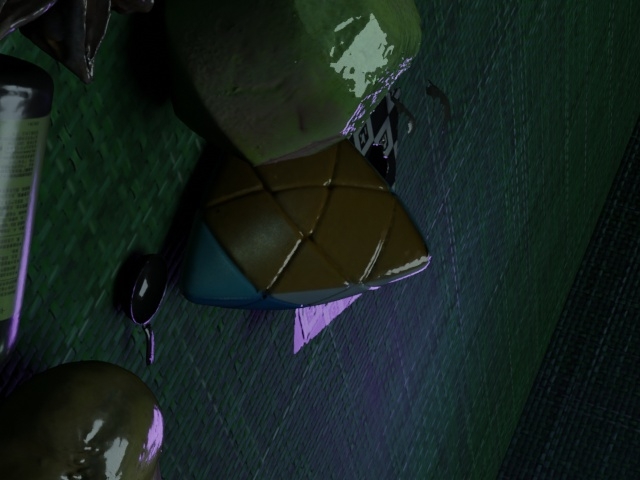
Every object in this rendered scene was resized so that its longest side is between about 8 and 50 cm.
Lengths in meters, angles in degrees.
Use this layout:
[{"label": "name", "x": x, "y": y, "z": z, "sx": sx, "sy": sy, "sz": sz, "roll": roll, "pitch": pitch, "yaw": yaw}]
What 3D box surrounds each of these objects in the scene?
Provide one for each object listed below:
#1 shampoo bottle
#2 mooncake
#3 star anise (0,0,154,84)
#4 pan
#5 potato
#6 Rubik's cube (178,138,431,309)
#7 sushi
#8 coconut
[{"label": "shampoo bottle", "x": -0.247, "y": 0.017, "z": 0.958, "sx": 0.101, "sy": 0.101, "sz": 0.284, "roll": -25, "pitch": 129, "yaw": -65}, {"label": "mooncake", "x": 0.044, "y": -0.170, "z": 1.620, "sx": 0.346, "sy": 0.057, "sz": 0.150, "roll": -20, "pitch": 118, "yaw": -54}, {"label": "star anise", "x": -0.181, "y": -0.200, "z": 0.951, "sx": 0.212, "sy": 0.073, "sz": 0.197, "roll": -36, "pitch": 112, "yaw": -60}, {"label": "pan", "x": -0.167, "y": 0.064, "z": 1.333, "sx": 0.068, "sy": 0.023, "sz": 0.115, "roll": -43, "pitch": 142, "yaw": -57}, {"label": "potato", "x": -0.205, "y": 0.204, "z": 1.172, "sx": 0.296, "sy": 0.141, "sz": 0.192, "roll": 82, "pitch": 32, "yaw": -63}, {"label": "Rubik's cube", "x": 0.000, "y": 0.000, "z": 1.461, "sx": 0.254, "sy": 0.254, "sz": 0.254, "roll": 17, "pitch": 90, "yaw": -71}, {"label": "sushi", "x": 0.013, "y": -0.041, "z": 1.700, "sx": 0.290, "sy": 0.050, "sz": 0.264, "roll": -35, "pitch": 131, "yaw": -60}, {"label": "coconut", "x": -0.036, "y": -0.167, "z": 1.239, "sx": 0.204, "sy": 0.236, "sz": 0.236, "roll": 40, "pitch": 66, "yaw": -44}]
